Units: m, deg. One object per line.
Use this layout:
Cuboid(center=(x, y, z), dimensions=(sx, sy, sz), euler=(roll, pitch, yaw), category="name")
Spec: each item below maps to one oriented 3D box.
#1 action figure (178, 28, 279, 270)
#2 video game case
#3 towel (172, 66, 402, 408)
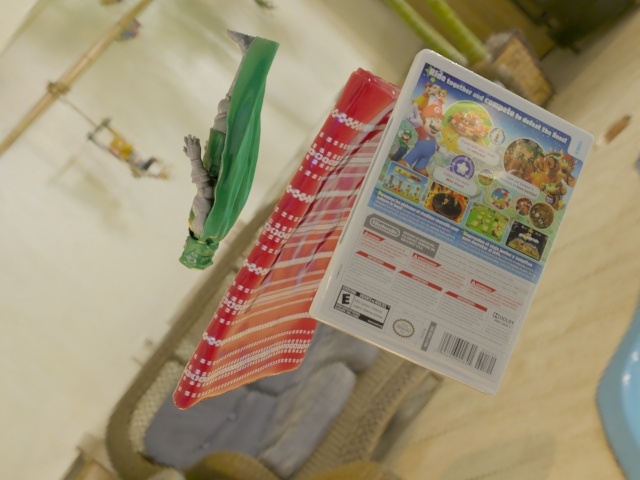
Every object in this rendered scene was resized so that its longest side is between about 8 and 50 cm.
Cuboid(center=(-0.092, -0.081, 0.990), dimensions=(0.137, 0.064, 0.232), euler=(-31, -43, -79), category="action figure")
Cuboid(center=(0.057, -0.007, 0.436), dimensions=(0.122, 0.087, 0.011), euler=(-67, 13, -8), category="video game case")
Cuboid(center=(0.000, 0.000, 0.791), dimensions=(0.274, 0.031, 0.199), euler=(-60, -17, 12), category="towel")
